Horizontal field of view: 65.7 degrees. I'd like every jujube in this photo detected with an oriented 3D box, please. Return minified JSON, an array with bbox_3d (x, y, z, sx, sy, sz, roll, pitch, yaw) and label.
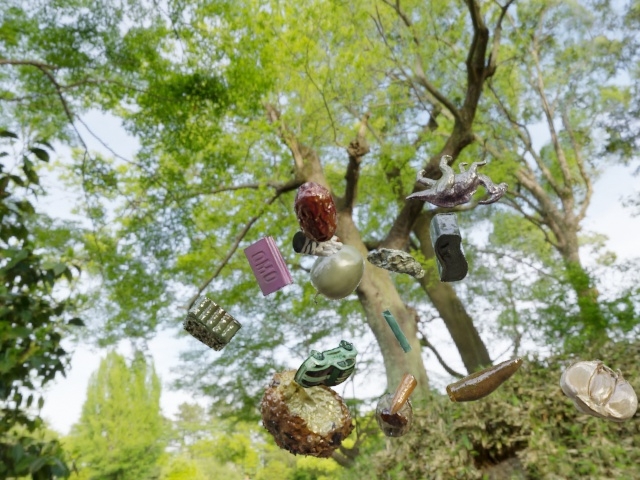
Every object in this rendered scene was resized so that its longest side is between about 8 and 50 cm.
[{"bbox_3d":[-0.017,-0.114,1.996,0.174,0.174,0.251,-12,-62,16],"label":"jujube"}]

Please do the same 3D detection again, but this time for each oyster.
[{"bbox_3d":[0.233,0.074,1.553,0.177,0.064,0.125,6,-19,24],"label":"oyster"}]

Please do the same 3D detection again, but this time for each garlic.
[{"bbox_3d":[0.926,0.514,1.660,0.229,0.178,0.143,29,-31,33],"label":"garlic"}]

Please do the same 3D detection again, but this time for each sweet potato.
[{"bbox_3d":[0.463,0.400,1.390,0.243,0.077,0.077,-31,-37,25],"label":"sweet potato"}]

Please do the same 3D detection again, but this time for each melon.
[{"bbox_3d":[0.083,0.160,2.486,0.271,0.308,0.272,25,-32,17],"label":"melon"}]

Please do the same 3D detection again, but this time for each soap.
[{"bbox_3d":[-0.196,0.095,1.858,0.122,0.203,0.065,-29,-9,25],"label":"soap"}]

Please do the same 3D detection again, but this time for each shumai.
[{"bbox_3d":[0.310,0.772,2.183,0.201,0.202,0.120,-21,-26,31],"label":"shumai"}]

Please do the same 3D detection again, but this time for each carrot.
[{"bbox_3d":[0.347,0.671,2.130,0.072,0.205,0.072,24,-40,22],"label":"carrot"}]

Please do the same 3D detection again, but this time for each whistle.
[{"bbox_3d":[0.309,0.367,2.009,0.039,0.187,0.039,-30,-1,-1],"label":"whistle"}]

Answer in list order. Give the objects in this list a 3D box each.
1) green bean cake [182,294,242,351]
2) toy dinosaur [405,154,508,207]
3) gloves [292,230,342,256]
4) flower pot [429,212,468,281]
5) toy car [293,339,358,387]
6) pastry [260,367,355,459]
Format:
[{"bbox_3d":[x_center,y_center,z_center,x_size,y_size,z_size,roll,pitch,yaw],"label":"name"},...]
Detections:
[{"bbox_3d":[-0.375,0.290,1.682,0.173,0.094,0.181,38,-34,-5],"label":"green bean cake"},{"bbox_3d":[0.406,-0.174,1.493,0.293,0.162,0.077,-9,-30,20],"label":"toy dinosaur"},{"bbox_3d":[-0.010,0.005,2.194,0.131,0.140,0.218,-6,-4,45],"label":"gloves"},{"bbox_3d":[0.431,0.027,1.662,0.103,0.108,0.229,-11,-50,13],"label":"flower pot"},{"bbox_3d":[0.037,0.475,1.845,0.305,0.125,0.136,-4,-52,-52],"label":"toy car"},{"bbox_3d":[-0.075,0.744,2.078,0.404,0.292,0.338,31,-43,4],"label":"pastry"}]
